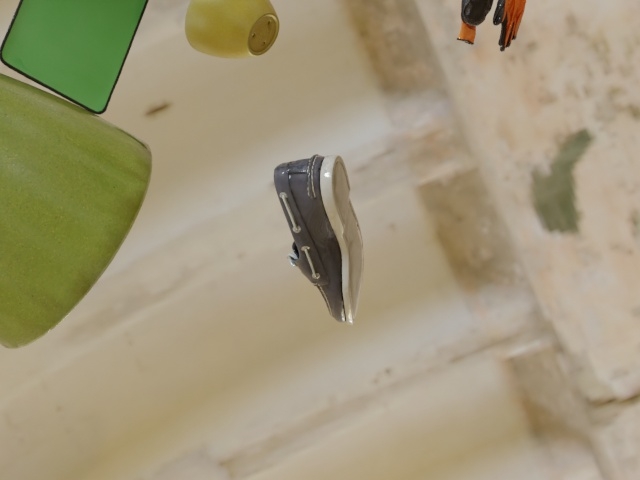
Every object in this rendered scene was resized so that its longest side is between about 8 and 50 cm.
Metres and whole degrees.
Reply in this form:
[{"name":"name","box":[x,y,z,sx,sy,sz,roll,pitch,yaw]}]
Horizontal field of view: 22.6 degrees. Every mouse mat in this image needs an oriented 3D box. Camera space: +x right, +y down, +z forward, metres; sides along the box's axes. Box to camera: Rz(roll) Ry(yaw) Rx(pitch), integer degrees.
[{"name":"mouse mat","box":[-0.288,-0.261,1.903,0.152,0.007,0.189,29,-108,-31]}]

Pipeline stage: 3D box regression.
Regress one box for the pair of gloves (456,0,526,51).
[{"name":"pair of gloves","box":[0.148,-0.201,1.376,0.083,0.010,0.074,3,-78,-46]}]

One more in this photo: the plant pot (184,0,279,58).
[{"name":"plant pot","box":[-0.116,-0.317,2.329,0.095,0.134,0.134,30,164,31]}]

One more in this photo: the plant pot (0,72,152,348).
[{"name":"plant pot","box":[-0.379,-0.076,1.704,0.293,0.275,0.275,36,-160,-26]}]

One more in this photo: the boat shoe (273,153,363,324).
[{"name":"boat shoe","box":[0.000,0.000,1.525,0.206,0.065,0.075,78,-162,-44]}]
